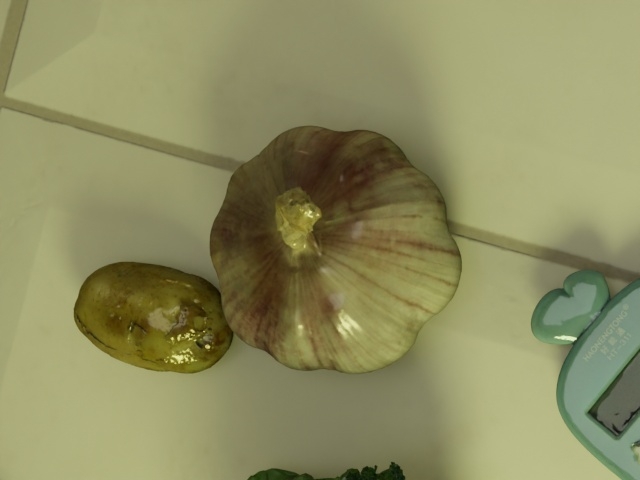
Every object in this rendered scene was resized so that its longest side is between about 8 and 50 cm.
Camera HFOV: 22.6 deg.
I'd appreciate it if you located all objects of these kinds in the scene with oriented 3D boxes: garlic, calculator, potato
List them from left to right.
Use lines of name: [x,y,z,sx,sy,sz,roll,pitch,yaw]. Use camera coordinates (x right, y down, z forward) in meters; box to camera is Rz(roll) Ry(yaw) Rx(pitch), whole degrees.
potato: [-0.167,0.077,1.615,0.170,0.080,0.107,19,82,21]
garlic: [0.000,0.000,1.470,0.245,0.253,0.245,-2,80,14]
calculator: [0.326,0.139,1.451,0.303,0.042,0.188,41,102,17]

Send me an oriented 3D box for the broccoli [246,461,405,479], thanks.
broccoli: [0.007,0.312,1.475,0.270,0.270,0.270,41,103,47]
